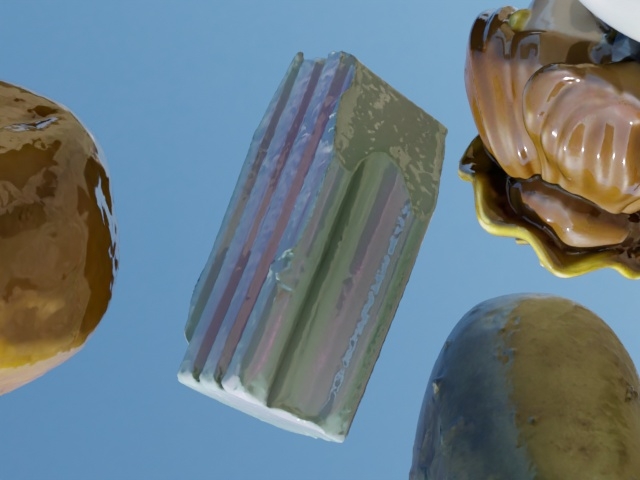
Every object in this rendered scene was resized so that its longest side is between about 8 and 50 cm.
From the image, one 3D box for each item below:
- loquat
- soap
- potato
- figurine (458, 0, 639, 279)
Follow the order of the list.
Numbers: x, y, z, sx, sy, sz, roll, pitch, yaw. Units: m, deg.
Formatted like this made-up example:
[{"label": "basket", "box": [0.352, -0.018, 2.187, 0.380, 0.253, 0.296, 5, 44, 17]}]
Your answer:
[{"label": "loquat", "box": [-0.209, 0.000, 1.071, 0.234, 0.187, 0.176, -71, -20, -57]}, {"label": "soap", "box": [0.000, 0.000, 1.210, 0.091, 0.145, 0.230, 26, -99, -21]}, {"label": "potato", "box": [0.161, 0.175, 1.431, 0.173, 0.210, 0.307, 14, -130, -19]}, {"label": "figurine", "box": [0.145, -0.096, 0.891, 0.142, 0.263, 0.189, 20, -133, 0]}]
